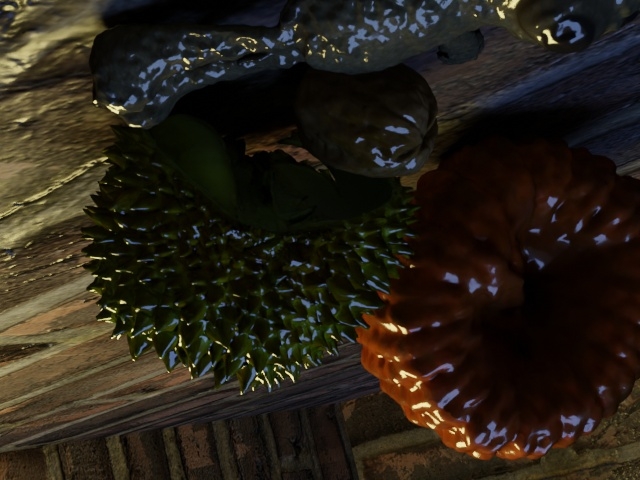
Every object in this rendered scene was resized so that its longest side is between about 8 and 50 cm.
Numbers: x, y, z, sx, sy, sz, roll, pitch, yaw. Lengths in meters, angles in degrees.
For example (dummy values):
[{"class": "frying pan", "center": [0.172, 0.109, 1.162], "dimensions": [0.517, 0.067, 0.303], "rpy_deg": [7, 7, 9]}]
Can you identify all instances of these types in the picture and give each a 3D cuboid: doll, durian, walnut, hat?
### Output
[{"class": "doll", "center": [0.026, -0.118, 0.551], "dimensions": [0.286, 0.091, 0.202], "rpy_deg": [-2, 155, -10]}, {"class": "durian", "center": [-0.054, 0.004, 0.740], "dimensions": [0.237, 0.200, 0.176], "rpy_deg": [-14, 144, -52]}, {"class": "walnut", "center": [0.028, -0.080, 0.693], "dimensions": [0.096, 0.082, 0.079], "rpy_deg": [24, 166, 30]}, {"class": "hat", "center": [0.130, 0.038, 1.056], "dimensions": [0.285, 0.285, 0.400], "rpy_deg": [-10, -174, -19]}]
